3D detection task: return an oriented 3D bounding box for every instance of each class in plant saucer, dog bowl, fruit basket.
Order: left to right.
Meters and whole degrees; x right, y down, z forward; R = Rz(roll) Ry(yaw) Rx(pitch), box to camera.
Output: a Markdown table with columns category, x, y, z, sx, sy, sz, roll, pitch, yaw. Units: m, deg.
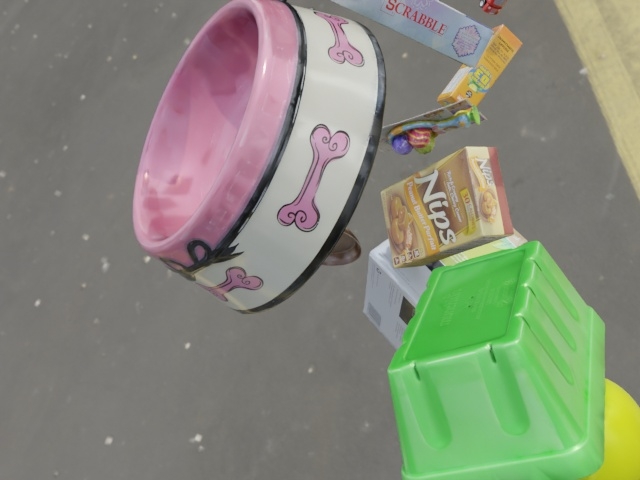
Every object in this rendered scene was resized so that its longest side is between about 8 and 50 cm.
| category | x | y | z | sx | sy | sz | roll | pitch | yaw |
| --- | --- | --- | --- | --- | --- | --- | --- | --- | --- |
| dog bowl | -0.101 | -0.122 | 0.989 | 0.408 | 0.150 | 0.408 | -35 | 44 | 43 |
| plant saucer | 0.000 | 0.000 | 1.532 | 0.168 | 0.168 | 0.029 | -13 | 54 | 35 |
| fruit basket | 0.280 | 0.226 | 1.032 | 0.283 | 0.392 | 0.392 | -18 | 51 | 26 |

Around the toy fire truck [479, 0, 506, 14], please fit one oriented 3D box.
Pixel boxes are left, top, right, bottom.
| category | x | y | z | sx | sy | sz | roll | pitch | yaw |
| --- | --- | --- | --- | --- | --- | --- | --- | --- | --- |
| toy fire truck | 0.409 | -0.642 | 1.818 | 0.135 | 0.047 | 0.192 | 128 | 138 | -52 |

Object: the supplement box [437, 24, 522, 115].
| category | x | y | z | sx | sy | sz | roll | pitch | yaw |
| --- | --- | --- | --- | --- | --- | --- | --- | --- | --- |
| supplement box | 0.388 | -0.410 | 1.896 | 0.233 | 0.078 | 0.080 | -53 | 17 | -7 |

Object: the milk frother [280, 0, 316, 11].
| category | x | y | z | sx | sy | sz | roll | pitch | yaw |
| --- | --- | --- | --- | --- | --- | --- | --- | --- | --- |
| milk frother | -0.079 | -0.414 | 1.412 | 0.129 | 0.143 | 0.134 | -31 | 31 | 16 |

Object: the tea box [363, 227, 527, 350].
| category | x | y | z | sx | sy | sz | roll | pitch | yaw |
| --- | --- | --- | --- | --- | --- | --- | --- | --- | --- |
| tea box | 0.300 | 0.095 | 1.949 | 0.323 | 0.329 | 0.220 | -33 | 66 | -19 |

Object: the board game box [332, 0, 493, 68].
| category | x | y | z | sx | sy | sz | roll | pitch | yaw |
| --- | --- | --- | --- | --- | --- | --- | --- | --- | --- |
| board game box | 0.047 | -0.382 | 1.159 | 0.318 | 0.318 | 0.066 | 48 | 117 | 51 |

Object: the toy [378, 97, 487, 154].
| category | x | y | z | sx | sy | sz | roll | pitch | yaw |
| --- | --- | --- | --- | --- | --- | --- | --- | --- | --- |
| toy | 0.213 | -0.213 | 1.593 | 0.237 | 0.137 | 0.056 | -19 | 72 | 25 |

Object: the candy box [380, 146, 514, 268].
| category | x | y | z | sx | sy | sz | roll | pitch | yaw |
| --- | --- | --- | --- | --- | --- | --- | --- | --- | --- |
| candy box | 0.256 | -0.061 | 1.636 | 0.316 | 0.088 | 0.183 | -27 | 70 | 59 |
